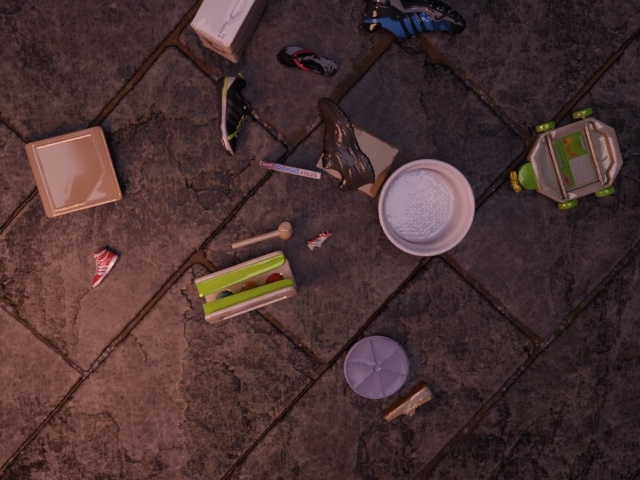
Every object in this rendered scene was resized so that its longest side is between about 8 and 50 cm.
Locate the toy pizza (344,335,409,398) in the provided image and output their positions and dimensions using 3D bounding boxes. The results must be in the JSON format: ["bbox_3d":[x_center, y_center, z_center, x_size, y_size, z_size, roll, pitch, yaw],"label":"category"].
[{"bbox_3d":[0.172,0.390,1.955,0.202,0.032,0.201,0,98,-2],"label":"toy pizza"}]

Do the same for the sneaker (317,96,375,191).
[{"bbox_3d":[0.050,-0.271,1.813,0.130,0.109,0.286,-26,96,6],"label":"sneaker"}]

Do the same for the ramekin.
[{"bbox_3d":[0.298,-0.100,1.851,0.278,0.135,0.277,0,98,-3],"label":"ramekin"}]

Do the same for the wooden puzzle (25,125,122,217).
[{"bbox_3d":[-0.711,-0.198,1.830,0.239,0.044,0.220,-14,98,3],"label":"wooden puzzle"}]

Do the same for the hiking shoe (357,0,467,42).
[{"bbox_3d":[0.266,-0.633,1.817,0.304,0.113,0.132,12,126,-11],"label":"hiking shoe"}]

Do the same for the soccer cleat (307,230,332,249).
[{"bbox_3d":[0.000,0.000,1.901,0.083,0.029,0.035,-27,106,3],"label":"soccer cleat"}]

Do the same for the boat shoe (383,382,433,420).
[{"bbox_3d":[0.276,0.515,1.960,0.170,0.063,0.059,-36,92,1],"label":"boat shoe"}]

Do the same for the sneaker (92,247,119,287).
[{"bbox_3d":[-0.653,0.077,1.863,0.067,0.042,0.118,35,86,-11],"label":"sneaker"}]

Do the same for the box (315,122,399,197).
[{"bbox_3d":[0.109,-0.246,1.879,0.201,0.021,0.164,27,95,-6],"label":"box"}]

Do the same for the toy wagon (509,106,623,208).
[{"bbox_3d":[0.723,-0.232,1.895,0.345,0.068,0.267,-19,97,0],"label":"toy wagon"}]

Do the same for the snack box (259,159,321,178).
[{"bbox_3d":[-0.088,-0.208,1.850,0.178,0.064,0.022,11,98,-5],"label":"snack box"}]

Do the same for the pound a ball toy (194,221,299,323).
[{"bbox_3d":[-0.202,0.098,1.866,0.320,0.135,0.208,-20,72,-1],"label":"pound a ball toy"}]

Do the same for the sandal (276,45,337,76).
[{"bbox_3d":[-0.037,-0.521,1.827,0.179,0.040,0.067,13,96,-5],"label":"sandal"}]

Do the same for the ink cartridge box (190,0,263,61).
[{"bbox_3d":[-0.234,-0.605,1.689,0.115,0.273,0.198,29,94,-6],"label":"ink cartridge box"}]

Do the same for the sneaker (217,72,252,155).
[{"bbox_3d":[-0.242,-0.361,1.813,0.097,0.084,0.234,-3,97,-4],"label":"sneaker"}]
